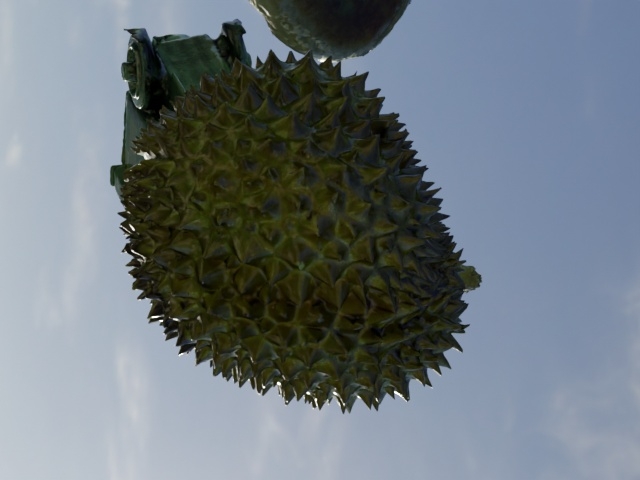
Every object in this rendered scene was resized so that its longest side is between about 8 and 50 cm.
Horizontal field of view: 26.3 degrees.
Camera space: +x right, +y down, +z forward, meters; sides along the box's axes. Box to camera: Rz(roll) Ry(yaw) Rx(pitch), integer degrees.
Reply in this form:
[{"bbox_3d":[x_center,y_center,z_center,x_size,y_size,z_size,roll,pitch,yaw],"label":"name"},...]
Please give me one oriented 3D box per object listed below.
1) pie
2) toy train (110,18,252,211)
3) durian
[{"bbox_3d":[0.017,-0.222,0.999,0.041,0.187,0.187,21,-74,44],"label":"pie"},{"bbox_3d":[-0.099,-0.067,1.213,0.301,0.120,0.202,-125,-144,-52],"label":"toy train"},{"bbox_3d":[-0.011,0.007,0.676,0.198,0.159,0.146,57,-7,-18],"label":"durian"}]
